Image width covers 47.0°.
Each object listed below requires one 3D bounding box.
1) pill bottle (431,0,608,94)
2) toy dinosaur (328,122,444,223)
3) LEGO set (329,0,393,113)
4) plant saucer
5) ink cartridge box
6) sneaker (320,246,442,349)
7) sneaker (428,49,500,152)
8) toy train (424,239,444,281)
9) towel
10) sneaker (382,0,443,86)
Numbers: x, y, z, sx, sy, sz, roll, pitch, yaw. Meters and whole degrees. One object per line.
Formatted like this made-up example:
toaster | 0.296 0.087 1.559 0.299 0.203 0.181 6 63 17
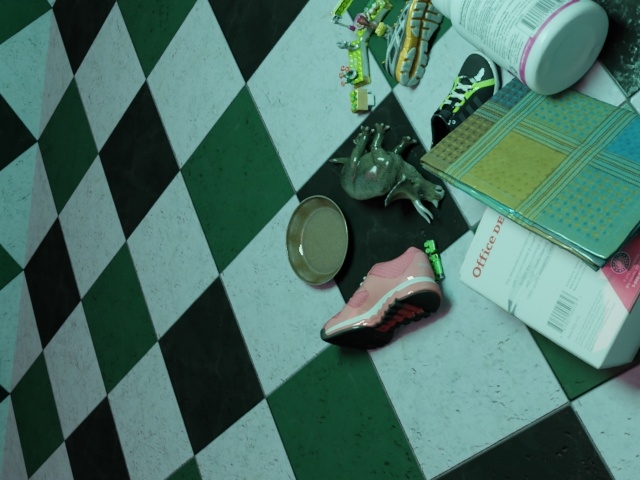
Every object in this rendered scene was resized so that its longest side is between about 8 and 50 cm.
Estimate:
pill bottle | 0.321 -0.381 1.229 0.283 0.160 0.160 51 123 35
toy dinosaur | 0.099 -0.142 1.479 0.314 0.121 0.160 10 82 42
LEGO set | 0.076 -0.413 1.523 0.132 0.107 0.286 37 114 41
plant saucer | 0.000 0.000 1.632 0.199 0.036 0.198 -4 84 46
ink cartridge box | 0.390 0.039 1.166 0.283 0.117 0.207 35 113 41
sneaker | 0.119 0.119 1.475 0.314 0.116 0.136 -35 44 40
sneaker | 0.254 -0.231 1.335 0.084 0.097 0.234 23 104 44
toy train | 0.220 0.038 1.416 0.024 0.017 0.083 -21 73 32
towel | 0.371 -0.126 1.146 0.271 0.040 0.370 -40 46 -13
sneaker | 0.175 -0.415 1.441 0.083 0.084 0.214 37 115 46
